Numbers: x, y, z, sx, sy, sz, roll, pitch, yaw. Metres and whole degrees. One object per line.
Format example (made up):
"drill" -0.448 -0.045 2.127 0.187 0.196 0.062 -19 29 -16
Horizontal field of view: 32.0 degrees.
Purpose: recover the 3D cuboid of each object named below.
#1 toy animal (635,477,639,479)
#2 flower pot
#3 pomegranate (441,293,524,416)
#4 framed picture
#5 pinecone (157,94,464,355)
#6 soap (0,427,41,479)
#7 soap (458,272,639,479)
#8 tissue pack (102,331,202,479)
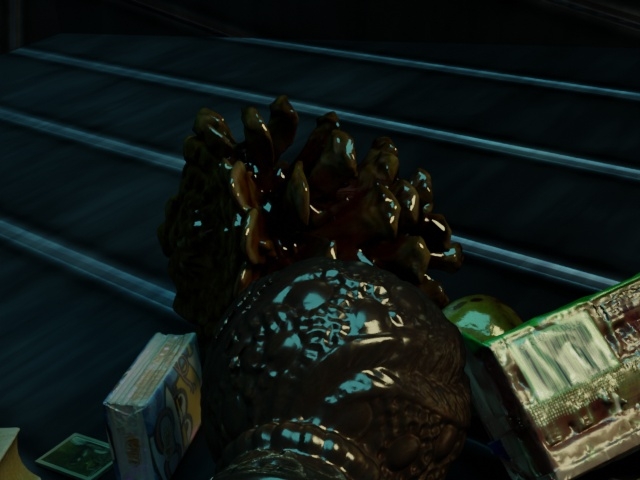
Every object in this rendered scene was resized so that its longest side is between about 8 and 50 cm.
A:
"toy animal" 0.323 0.256 1.015 0.181 0.073 0.136 -1 12 45
"flower pot" -0.001 0.193 1.018 0.267 0.266 0.267 0 35 14
"pomegranate" 0.162 0.142 1.246 0.169 0.148 0.148 -40 15 19
"framed picture" -0.268 0.244 1.259 0.089 0.006 0.066 10 29 34
"pinecone" 0.000 0.000 1.355 0.384 0.384 0.384 -6 23 2
"soap" -0.430 0.284 1.059 0.259 0.143 0.281 -3 18 3
"soap" 0.288 0.133 1.137 0.273 0.218 0.098 -21 -14 -20
"tissue pack" -0.178 0.187 1.233 0.065 0.115 0.155 0 25 14
